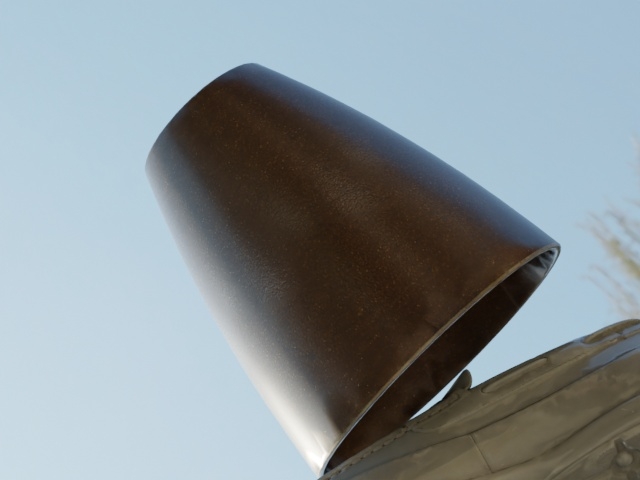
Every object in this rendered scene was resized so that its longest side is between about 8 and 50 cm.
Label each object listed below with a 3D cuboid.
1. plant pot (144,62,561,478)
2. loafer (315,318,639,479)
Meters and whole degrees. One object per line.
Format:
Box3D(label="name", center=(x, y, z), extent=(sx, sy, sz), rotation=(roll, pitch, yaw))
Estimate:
Box3D(label="plant pot", center=(0.000, 0.000, 1.123), extent=(0.215, 0.215, 0.230), rotation=(-45, -103, 1))
Box3D(label="loafer", center=(0.098, 0.138, 1.048), extent=(0.319, 0.111, 0.112), rotation=(-21, -52, -4))
